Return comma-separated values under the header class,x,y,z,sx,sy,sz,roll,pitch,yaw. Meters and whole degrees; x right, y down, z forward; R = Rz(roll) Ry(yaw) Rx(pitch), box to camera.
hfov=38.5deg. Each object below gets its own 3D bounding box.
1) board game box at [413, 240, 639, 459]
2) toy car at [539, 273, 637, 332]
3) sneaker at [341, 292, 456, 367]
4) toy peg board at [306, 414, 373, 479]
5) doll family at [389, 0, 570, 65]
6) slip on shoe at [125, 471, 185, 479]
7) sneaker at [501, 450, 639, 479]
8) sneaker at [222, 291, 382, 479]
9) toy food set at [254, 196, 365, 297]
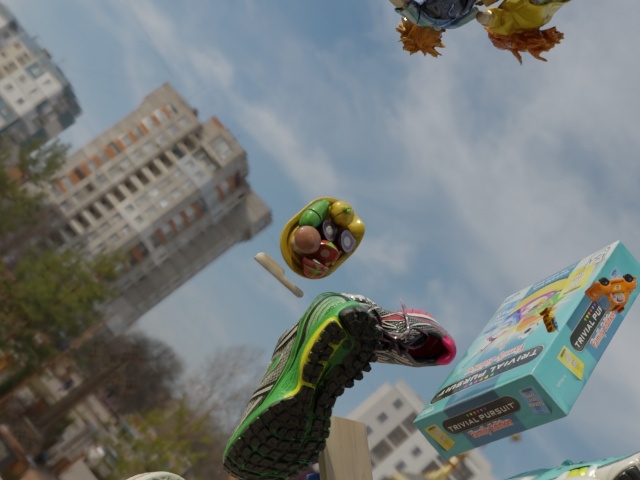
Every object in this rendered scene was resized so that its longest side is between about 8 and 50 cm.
class,x,y,z,sx,sy,sz,roll,pitch,yaw
board game box,0.316,0.160,1.368,0.079,0.336,0.254,50,-42,-2
toy car,0.321,0.081,1.086,0.122,0.060,0.040,-45,-129,50
sneaker,0.114,0.171,1.691,0.112,0.299,0.121,-143,-119,-63
toy peg board,0.016,0.387,1.549,0.160,0.079,0.161,28,49,-54
doll family,0.147,-0.224,0.834,0.163,0.263,0.118,143,-57,-67
slip on shoe,-0.279,0.327,0.921,0.101,0.331,0.123,-30,-100,48
sneaker,0.240,0.213,0.767,0.110,0.275,0.107,-59,138,-79
sneaker,-0.035,0.235,1.436,0.134,0.343,0.146,35,5,-24
toy food set,0.000,0.000,1.682,0.128,0.218,0.071,49,-27,-5
